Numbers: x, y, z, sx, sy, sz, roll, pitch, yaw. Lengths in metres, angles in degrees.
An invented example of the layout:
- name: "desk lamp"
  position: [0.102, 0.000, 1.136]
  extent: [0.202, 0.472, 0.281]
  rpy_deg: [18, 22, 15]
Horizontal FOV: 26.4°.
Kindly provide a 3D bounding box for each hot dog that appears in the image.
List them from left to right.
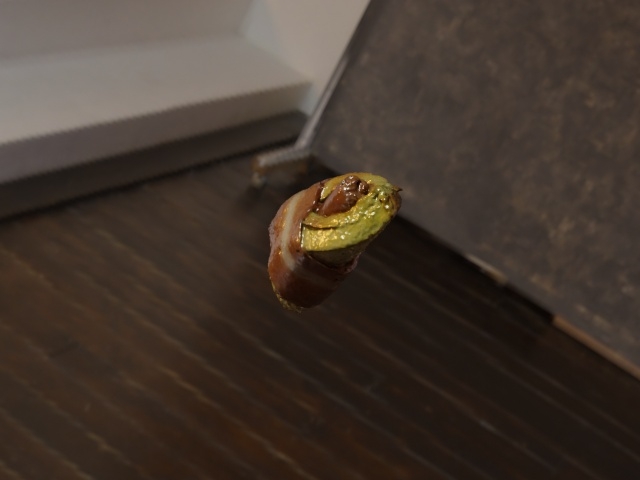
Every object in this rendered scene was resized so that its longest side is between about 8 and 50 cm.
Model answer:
- name: "hot dog"
  position: [-0.004, -0.004, 1.405]
  extent: [0.093, 0.261, 0.123]
  rpy_deg: [29, 51, -9]
